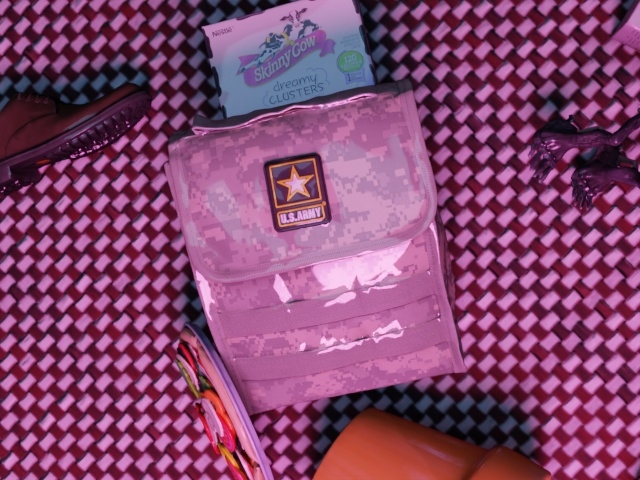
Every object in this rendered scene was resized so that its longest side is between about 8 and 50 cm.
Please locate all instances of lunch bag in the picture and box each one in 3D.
[{"bbox_3d":[0.000,0.000,0.997,0.235,0.169,0.287,-12,119,6],"label":"lunch bag"}]

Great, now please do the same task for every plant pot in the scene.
[{"bbox_3d":[0.095,0.268,1.034,0.188,0.205,0.205,30,94,20],"label":"plant pot"}]

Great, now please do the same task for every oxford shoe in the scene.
[{"bbox_3d":[-0.291,-0.127,1.121,0.227,0.083,0.096,-22,84,5],"label":"oxford shoe"}]

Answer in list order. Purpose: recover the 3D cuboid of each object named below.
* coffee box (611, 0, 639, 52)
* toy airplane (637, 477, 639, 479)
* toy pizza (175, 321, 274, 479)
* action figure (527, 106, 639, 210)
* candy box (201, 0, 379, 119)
[{"bbox_3d":[0.435,-0.203,1.026,0.246,0.098,0.141,32,95,5],"label":"coffee box"},{"bbox_3d":[0.520,0.145,0.965,0.386,0.272,0.384,5,129,-2],"label":"toy airplane"},{"bbox_3d":[-0.101,0.176,1.045,0.032,0.201,0.201,-24,88,-14],"label":"toy pizza"},{"bbox_3d":[0.343,-0.087,0.966,0.275,0.164,0.141,-15,48,44],"label":"action figure"},{"bbox_3d":[-0.019,-0.146,1.093,0.165,0.070,0.196,-14,90,7],"label":"candy box"}]
